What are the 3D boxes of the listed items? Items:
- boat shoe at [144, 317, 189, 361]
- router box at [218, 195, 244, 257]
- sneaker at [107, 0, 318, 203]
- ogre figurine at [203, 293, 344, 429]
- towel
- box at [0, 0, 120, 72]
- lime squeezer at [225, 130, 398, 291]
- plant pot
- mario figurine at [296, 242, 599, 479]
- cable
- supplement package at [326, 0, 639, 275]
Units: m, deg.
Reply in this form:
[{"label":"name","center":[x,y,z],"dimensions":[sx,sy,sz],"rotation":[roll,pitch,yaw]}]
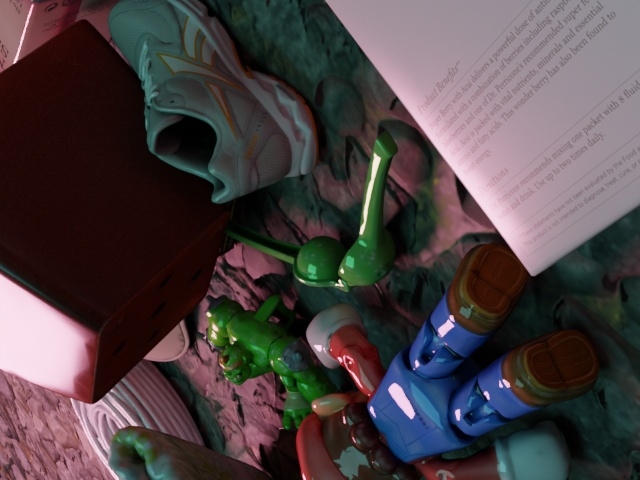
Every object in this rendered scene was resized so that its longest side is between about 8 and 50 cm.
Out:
[{"label":"boat shoe","center":[-0.196,0.086,1.302],"dimensions":[0.206,0.075,0.065],"rotation":[105,169,-56]},{"label":"router box","center":[-0.124,-0.049,1.084],"dimensions":[0.092,0.038,0.122],"rotation":[44,146,21]},{"label":"sneaker","center":[-0.125,-0.134,0.935],"dimensions":[0.262,0.121,0.099],"rotation":[41,144,27]},{"label":"ogre figurine","center":[-0.056,0.118,1.088],"dimensions":[0.197,0.097,0.118],"rotation":[51,169,41]},{"label":"towel","center":[-0.060,0.378,1.131],"dimensions":[0.374,0.090,0.320],"rotation":[54,-179,28]},{"label":"box","center":[-0.295,-0.257,1.061],"dimensions":[0.148,0.127,0.232],"rotation":[55,148,4]},{"label":"lime squeezer","center":[0.000,0.000,0.918],"dimensions":[0.110,0.059,0.310],"rotation":[41,153,-15]},{"label":"plant pot","center":[-0.244,-0.001,1.028],"dimensions":[0.236,0.267,0.267],"rotation":[38,146,10]},{"label":"mario figurine","center":[0.097,0.124,0.887],"dimensions":[0.320,0.170,0.198],"rotation":[-47,40,47]},{"label":"cable","center":[-0.259,0.280,1.508],"dimensions":[0.257,0.089,0.257],"rotation":[34,142,33]},{"label":"supplement package","center":[0.115,-0.168,0.518],"dimensions":[0.293,0.175,0.177],"rotation":[54,150,7]}]
